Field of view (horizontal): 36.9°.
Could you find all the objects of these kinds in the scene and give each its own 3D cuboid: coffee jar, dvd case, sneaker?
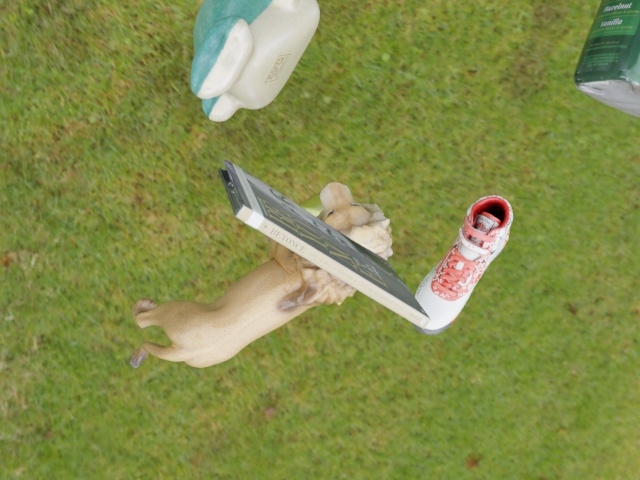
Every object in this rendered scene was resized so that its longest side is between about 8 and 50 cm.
[{"bbox_3d":[0.240,-0.177,0.637,0.096,0.079,0.184,16,89,-23],"label":"coffee jar"},{"bbox_3d":[0.000,0.000,0.963,0.221,0.164,0.018,31,101,-20],"label":"dvd case"},{"bbox_3d":[0.249,0.035,1.700,0.270,0.090,0.145,-48,158,-25],"label":"sneaker"}]

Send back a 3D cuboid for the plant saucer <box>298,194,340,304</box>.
[{"bbox_3d":[0.030,0.005,1.731,0.045,0.188,0.188,-24,94,16],"label":"plant saucer"}]

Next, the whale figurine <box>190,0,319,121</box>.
[{"bbox_3d":[-0.105,-0.252,1.188,0.141,0.272,0.216,34,113,3],"label":"whale figurine"}]

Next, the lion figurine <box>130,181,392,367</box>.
[{"bbox_3d":[-0.085,0.075,1.244,0.392,0.240,0.142,-41,110,-2],"label":"lion figurine"}]
